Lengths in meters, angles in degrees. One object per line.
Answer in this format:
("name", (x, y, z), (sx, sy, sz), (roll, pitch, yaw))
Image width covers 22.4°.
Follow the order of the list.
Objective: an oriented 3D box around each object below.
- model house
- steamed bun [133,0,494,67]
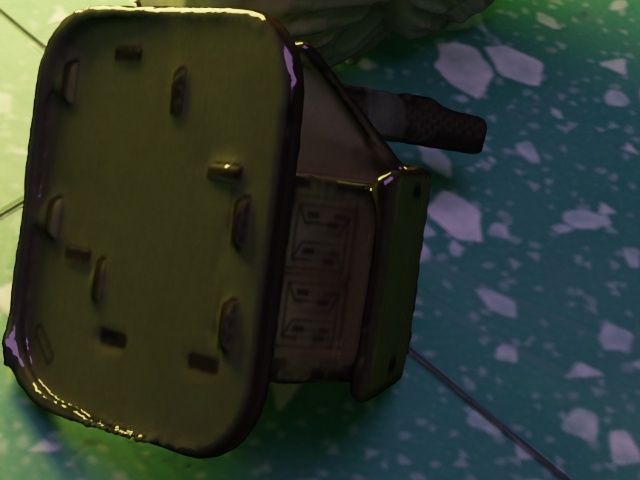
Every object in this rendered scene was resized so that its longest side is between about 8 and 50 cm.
("model house", (0.000, 0.000, 0.898), (0.278, 0.218, 0.205), (6, 4, -45))
("steamed bun", (0.020, -0.281, 1.003), (0.394, 0.346, 0.237), (-37, 71, -9))
